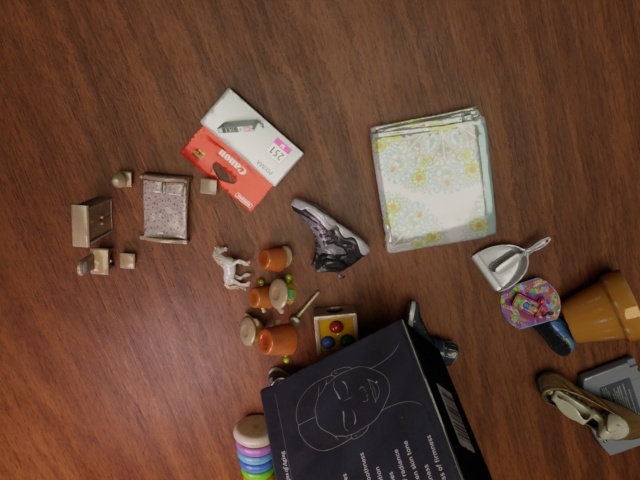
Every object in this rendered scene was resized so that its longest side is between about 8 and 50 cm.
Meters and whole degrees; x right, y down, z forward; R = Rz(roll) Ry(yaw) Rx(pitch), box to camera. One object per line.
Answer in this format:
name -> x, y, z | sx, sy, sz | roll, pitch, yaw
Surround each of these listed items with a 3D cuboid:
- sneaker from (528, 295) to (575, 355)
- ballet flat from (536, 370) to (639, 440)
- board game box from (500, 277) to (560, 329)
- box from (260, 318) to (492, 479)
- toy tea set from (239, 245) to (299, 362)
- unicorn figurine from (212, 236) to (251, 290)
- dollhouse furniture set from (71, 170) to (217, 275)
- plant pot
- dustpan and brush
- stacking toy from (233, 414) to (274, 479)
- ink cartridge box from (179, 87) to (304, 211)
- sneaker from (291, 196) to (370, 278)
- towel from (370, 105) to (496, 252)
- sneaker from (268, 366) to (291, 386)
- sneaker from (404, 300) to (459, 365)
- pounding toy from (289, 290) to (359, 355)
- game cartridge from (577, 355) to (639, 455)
sneaker -> 0.696, 0.249, 1.697 | 0.209, 0.082, 0.069 | 54, 134, 4
ballet flat -> 0.808, 0.516, 1.669 | 0.343, 0.124, 0.116 | 31, 121, 13
board game box -> 0.617, 0.190, 1.654 | 0.169, 0.033, 0.133 | -22, 86, 26
box -> 0.141, 0.545, 1.468 | 0.472, 0.479, 0.297 | -29, 141, 16
toy tea set -> -0.119, 0.185, 1.640 | 0.124, 0.200, 0.335 | 3, 108, -40
unicorn figurine -> -0.261, 0.077, 1.647 | 0.111, 0.060, 0.161 | 2, 103, -1
dollhouse furniture set -> -0.481, -0.029, 1.558 | 0.356, 0.174, 0.302 | 5, 104, 1
plant pot -> 0.814, 0.211, 1.625 | 0.188, 0.205, 0.205 | -23, 103, 22
dustpan and brush -> 0.575, 0.048, 1.641 | 0.211, 0.060, 0.147 | -36, 101, 8
stacking toy -> -0.200, 0.729, 1.772 | 0.141, 0.141, 0.329 | 0, 107, 0
ink cartridge box -> -0.225, -0.247, 1.571 | 0.275, 0.060, 0.239 | 41, 99, -9
sneaker -> 0.000, 0.000, 1.606 | 0.269, 0.101, 0.153 | 36, 98, -11
towel -> 0.319, -0.167, 1.579 | 0.321, 0.090, 0.373 | -9, 103, 5
sneaker -> -0.076, 0.461, 1.726 | 0.192, 0.086, 0.064 | 26, 102, -6
sneaker -> 0.333, 0.285, 1.680 | 0.164, 0.086, 0.226 | 1, 110, 7
pounding toy -> 0.007, 0.248, 1.671 | 0.206, 0.094, 0.180 | -5, 104, 1
game cartridge -> 0.930, 0.524, 1.762 | 0.198, 0.062, 0.297 | -21, 103, 9
